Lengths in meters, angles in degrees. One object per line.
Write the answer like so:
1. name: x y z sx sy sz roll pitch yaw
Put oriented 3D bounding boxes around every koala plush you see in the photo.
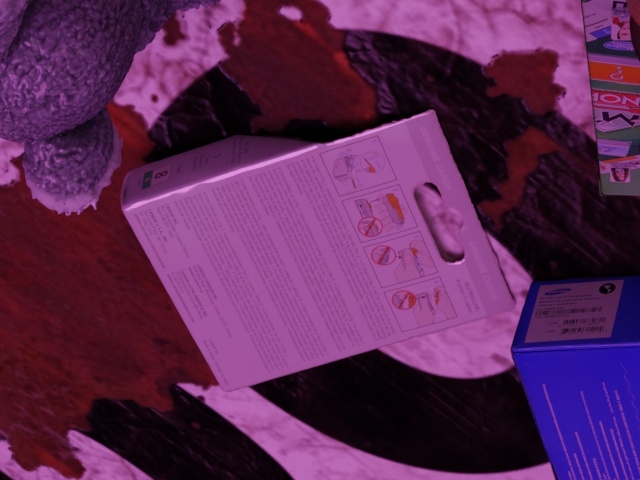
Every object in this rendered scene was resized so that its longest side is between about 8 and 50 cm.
1. koala plush: -0.150 -0.144 1.145 0.203 0.221 0.196 0 135 16

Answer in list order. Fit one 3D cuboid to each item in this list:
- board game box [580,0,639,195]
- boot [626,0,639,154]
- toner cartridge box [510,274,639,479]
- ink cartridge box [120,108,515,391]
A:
1. board game box: 0.309 -0.112 1.126 0.317 0.046 0.214 3 132 19
2. boot: 0.291 -0.105 1.070 0.248 0.090 0.207 6 144 15
3. toner cartridge box: 0.260 0.175 1.389 0.165 0.075 0.348 -3 129 25
4. ink cartridge box: 0.000 0.000 1.364 0.224 0.056 0.181 -18 124 11
